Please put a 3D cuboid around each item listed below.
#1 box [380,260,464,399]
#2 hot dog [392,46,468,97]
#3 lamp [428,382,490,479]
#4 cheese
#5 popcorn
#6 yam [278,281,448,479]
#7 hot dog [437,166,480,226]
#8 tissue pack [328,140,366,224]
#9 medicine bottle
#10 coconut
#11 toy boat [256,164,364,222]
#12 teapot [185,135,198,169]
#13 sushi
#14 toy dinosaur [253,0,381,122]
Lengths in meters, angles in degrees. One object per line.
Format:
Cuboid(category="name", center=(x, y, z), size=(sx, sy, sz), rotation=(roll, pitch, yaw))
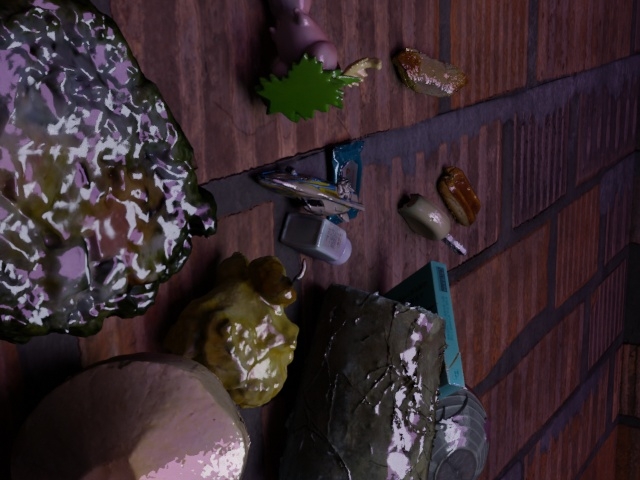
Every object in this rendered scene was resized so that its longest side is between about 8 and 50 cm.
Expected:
Cuboid(category="box", center=(0.171, 0.172, 1.507), size=(0.041, 0.162, 0.229), rotation=(15, 54, -29))
Cuboid(category="hot dog", center=(0.188, -0.301, 1.583), size=(0.169, 0.061, 0.078), rotation=(16, 75, -31))
Cuboid(category="lamp", center=(0.198, 0.359, 1.613), size=(0.233, 0.233, 0.265), rotation=(-49, 134, -39))
Cuboid(category="cheese", center=(0.214, -0.027, 1.664), size=(0.048, 0.092, 0.171), rotation=(-55, 134, -11))
Cuboid(category="popcorn", center=(-0.099, 0.122, 1.158), size=(0.168, 0.173, 0.195), rotation=(39, 62, -5))
Cuboid(category="yam", center=(0.072, 0.255, 1.387), size=(0.241, 0.241, 0.348), rotation=(21, 79, -56))
Cuboid(category="hot dog", center=(0.290, -0.089, 1.801), size=(0.165, 0.045, 0.071), rotation=(49, 55, -49))
Cuboid(category="tissue pack", center=(0.040, -0.096, 1.443), size=(0.085, 0.028, 0.138), rotation=(-20, 118, -50))
Cuboid(category="medicine bottle", center=(0.000, 0.000, 1.358), size=(0.118, 0.074, 0.055), rotation=(30, 71, -55))
Cuboid(category="coconut", center=(-0.204, 0.240, 0.937), size=(0.259, 0.259, 0.259), rotation=(-18, 112, -54))
Cuboid(category="toy boat", center=(-0.022, -0.076, 1.317), size=(0.210, 0.084, 0.066), rotation=(13, 82, -47))
Cuboid(category="teapot", center=(-0.193, -0.098, 1.078), size=(0.110, 0.085, 0.080), rotation=(-32, 102, -83))
Cuboid(category="sushi", center=(-0.283, -0.058, 0.829), size=(0.294, 0.178, 0.352), rotation=(-57, 139, -29))
Cuboid(category="toy dinosaur", center=(-0.030, -0.266, 1.234), size=(0.194, 0.152, 0.177), rotation=(33, 48, -29))
